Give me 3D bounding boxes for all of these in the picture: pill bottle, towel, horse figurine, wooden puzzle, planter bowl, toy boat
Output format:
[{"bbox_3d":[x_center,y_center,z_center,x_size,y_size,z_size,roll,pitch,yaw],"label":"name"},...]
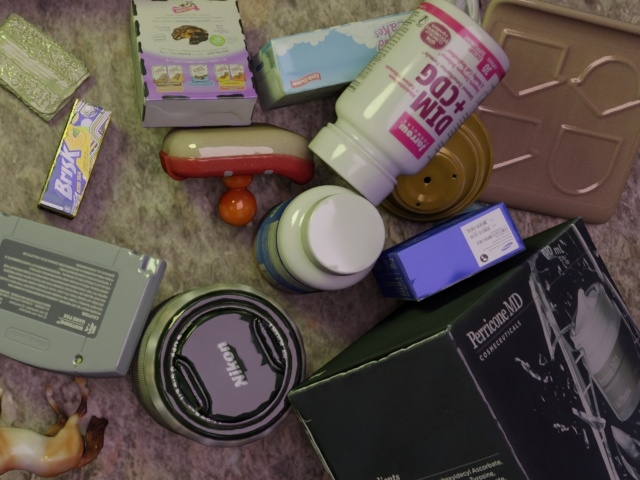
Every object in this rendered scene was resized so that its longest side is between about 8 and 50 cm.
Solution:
[{"bbox_3d":[0.000,0.000,1.771,0.152,0.272,0.152,2,84,-16],"label":"pill bottle"},{"bbox_3d":[-0.428,-0.259,1.803,0.148,0.027,0.110,38,75,-9],"label":"towel"},{"bbox_3d":[-0.409,0.271,1.692,0.263,0.066,0.174,10,54,-29],"label":"horse figurine"},{"bbox_3d":[0.365,-0.207,1.935,0.322,0.080,0.348,11,117,-14],"label":"wooden puzzle"},{"bbox_3d":[0.162,-0.108,1.867,0.217,0.090,0.217,1,116,2],"label":"planter bowl"},{"bbox_3d":[-0.123,-0.096,1.822,0.231,0.151,0.151,-4,103,-16],"label":"toy boat"},{"bbox_3d":[0.124,-0.196,1.746,0.160,0.160,0.283,41,92,-9],"label":"pill bottle"}]

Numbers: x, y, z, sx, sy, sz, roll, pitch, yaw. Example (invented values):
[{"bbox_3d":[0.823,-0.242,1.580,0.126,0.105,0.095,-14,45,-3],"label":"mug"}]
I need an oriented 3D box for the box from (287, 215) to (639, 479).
[{"bbox_3d":[0.276,0.286,1.704,0.480,0.297,0.471,-32,93,-54],"label":"box"}]

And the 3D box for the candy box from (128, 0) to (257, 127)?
[{"bbox_3d":[-0.193,-0.266,1.807,0.165,0.070,0.196,-3,58,-15],"label":"candy box"}]

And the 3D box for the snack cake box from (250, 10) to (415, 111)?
[{"bbox_3d":[0.039,-0.278,1.871,0.264,0.152,0.089,-14,89,-17],"label":"snack cake box"}]

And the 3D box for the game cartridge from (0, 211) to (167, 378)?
[{"bbox_3d":[-0.374,0.082,1.702,0.294,0.060,0.196,16,75,22],"label":"game cartridge"}]

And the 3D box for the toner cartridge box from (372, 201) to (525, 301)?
[{"bbox_3d":[0.172,0.020,1.765,0.165,0.348,0.075,-24,90,-4],"label":"toner cartridge box"}]

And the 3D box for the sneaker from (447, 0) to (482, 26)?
[{"bbox_3d":[0.204,-0.349,1.954,0.108,0.100,0.271,-22,91,-11],"label":"sneaker"}]

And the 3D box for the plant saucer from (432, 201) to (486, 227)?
[{"bbox_3d":[0.240,-0.009,1.970,0.119,0.021,0.119,2,84,-15],"label":"plant saucer"}]

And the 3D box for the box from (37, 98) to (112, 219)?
[{"bbox_3d":[-0.363,-0.119,1.794,0.059,0.054,0.169,20,81,-13],"label":"box"}]

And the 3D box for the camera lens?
[{"bbox_3d":[-0.152,0.174,1.711,0.219,0.274,0.219,2,84,-16],"label":"camera lens"}]
